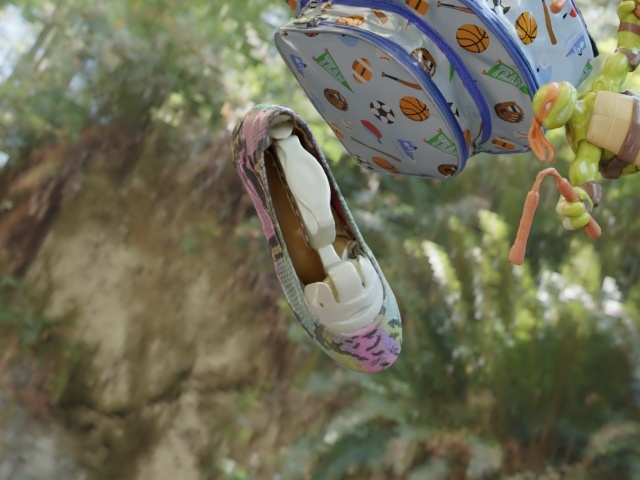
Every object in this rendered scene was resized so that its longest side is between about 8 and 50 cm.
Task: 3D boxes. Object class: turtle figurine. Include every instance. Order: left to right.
[{"bbox_3d":[0.255,-0.073,1.426,0.217,0.270,0.087,20,-20,-7],"label":"turtle figurine"}]

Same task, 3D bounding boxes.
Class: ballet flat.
[{"bbox_3d":[0.000,0.000,1.296,0.222,0.077,0.079,65,-13,-3],"label":"ballet flat"}]

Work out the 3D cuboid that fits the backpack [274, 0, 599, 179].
[{"bbox_3d":[0.108,-0.185,1.609,0.263,0.213,0.276,1,-38,44],"label":"backpack"}]
